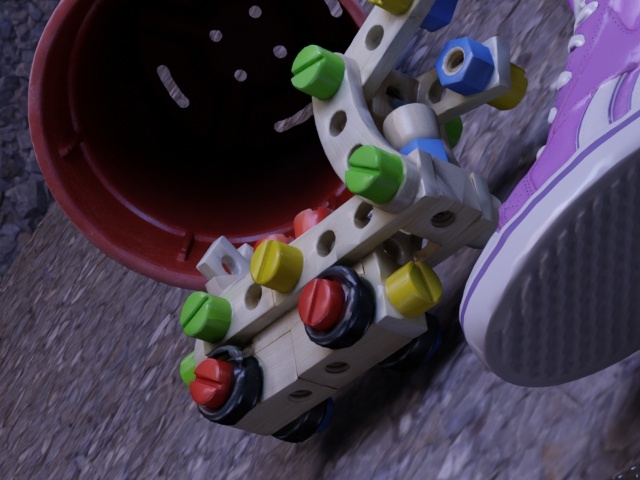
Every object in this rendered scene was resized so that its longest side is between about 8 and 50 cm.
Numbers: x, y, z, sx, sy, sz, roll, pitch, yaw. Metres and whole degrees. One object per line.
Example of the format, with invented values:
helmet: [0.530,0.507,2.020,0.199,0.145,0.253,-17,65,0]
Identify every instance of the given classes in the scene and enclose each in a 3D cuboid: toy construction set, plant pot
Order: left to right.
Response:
plant pot: [-0.069,-0.131,1.473,0.272,0.272,0.265,-51,8,17]
toy construction set: [0.000,0.000,1.159,0.328,0.151,0.215,-51,39,46]

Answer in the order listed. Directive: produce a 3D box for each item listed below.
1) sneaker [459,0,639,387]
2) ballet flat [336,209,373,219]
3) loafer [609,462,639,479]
sneaker: [0.144,-0.064,0.881,0.282,0.102,0.161,-47,39,-6]
ballet flat: [0.000,0.006,1.351,0.114,0.041,0.041,-51,17,18]
loafer: [0.118,0.139,0.725,0.148,0.050,0.056,-48,12,-36]
